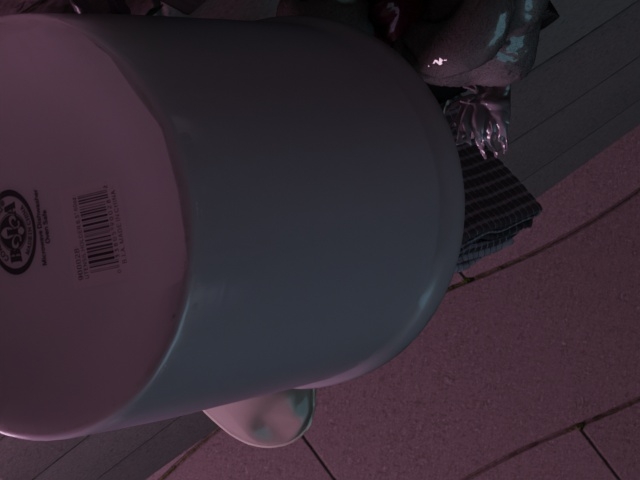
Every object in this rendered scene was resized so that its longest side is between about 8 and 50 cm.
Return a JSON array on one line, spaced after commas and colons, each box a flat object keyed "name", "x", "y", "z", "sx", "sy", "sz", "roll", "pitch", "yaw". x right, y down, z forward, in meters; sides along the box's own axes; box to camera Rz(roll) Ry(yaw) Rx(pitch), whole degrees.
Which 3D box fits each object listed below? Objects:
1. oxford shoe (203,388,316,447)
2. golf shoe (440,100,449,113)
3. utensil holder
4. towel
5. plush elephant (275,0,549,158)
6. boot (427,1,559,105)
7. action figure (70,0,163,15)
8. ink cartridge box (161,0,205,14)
[{"name": "oxford shoe", "x": -0.116, "y": 0.096, "z": 1.948, "sx": 0.169, "sy": 0.130, "sz": 0.449, "roll": -18, "pitch": 128, "yaw": 1}, {"name": "golf shoe", "x": 0.131, "y": -0.173, "z": 2.221, "sx": 0.273, "sy": 0.120, "sz": 0.105, "roll": -38, "pitch": 167, "yaw": -1}, {"name": "utensil holder", "x": -0.115, "y": -0.021, "z": 1.339, "sx": 0.327, "sy": 0.327, "sz": 0.385, "roll": -43, "pitch": 162, "yaw": 27}, {"name": "towel", "x": 0.170, "y": -0.078, "z": 2.423, "sx": 0.283, "sy": 0.235, "sz": 0.121, "roll": -23, "pitch": 156, "yaw": -50}, {"name": "plush elephant", "x": 0.070, "y": -0.233, "z": 1.595, "sx": 0.255, "sy": 0.272, "sz": 0.330, "roll": 1, "pitch": 121, "yaw": -8}, {"name": "boot", "x": 0.056, "y": -0.181, "z": 1.965, "sx": 0.445, "sy": 0.146, "sz": 0.367, "roll": -35, "pitch": 167, "yaw": 12}, {"name": "action figure", "x": -0.242, "y": -0.122, "z": 1.477, "sx": 0.232, "sy": 0.063, "sz": 0.137, "roll": -49, "pitch": 165, "yaw": 32}, {"name": "ink cartridge box", "x": -0.072, "y": -0.280, "z": 1.305, "sx": 0.203, "sy": 0.086, "sz": 0.148, "roll": -38, "pitch": 168, "yaw": 11}]
